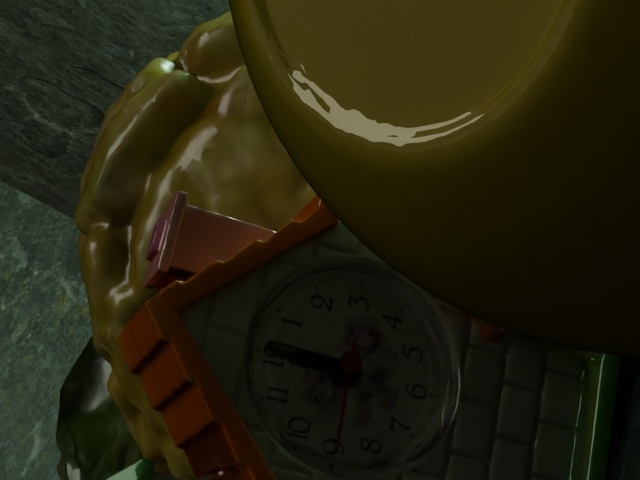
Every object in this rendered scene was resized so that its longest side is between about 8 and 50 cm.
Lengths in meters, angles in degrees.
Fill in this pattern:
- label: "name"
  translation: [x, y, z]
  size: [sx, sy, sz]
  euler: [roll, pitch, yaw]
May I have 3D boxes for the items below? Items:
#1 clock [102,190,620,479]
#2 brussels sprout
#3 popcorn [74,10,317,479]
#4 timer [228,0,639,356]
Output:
- label: "clock"
  translation: [0.020, 0.083, 0.713]
  size: [0.106, 0.255, 0.219]
  euler: [137, 147, -65]
- label: "brussels sprout"
  translation: [-0.133, 0.226, 1.400]
  size: [0.281, 0.289, 0.354]
  euler: [13, -87, -55]
- label: "popcorn"
  translation: [-0.011, 0.017, 0.964]
  size: [0.390, 0.354, 0.344]
  euler: [-60, 7, -8]
- label: "timer"
  translation: [0.159, -0.126, 0.549]
  size: [0.387, 0.376, 0.376]
  euler: [-6, -40, -42]
